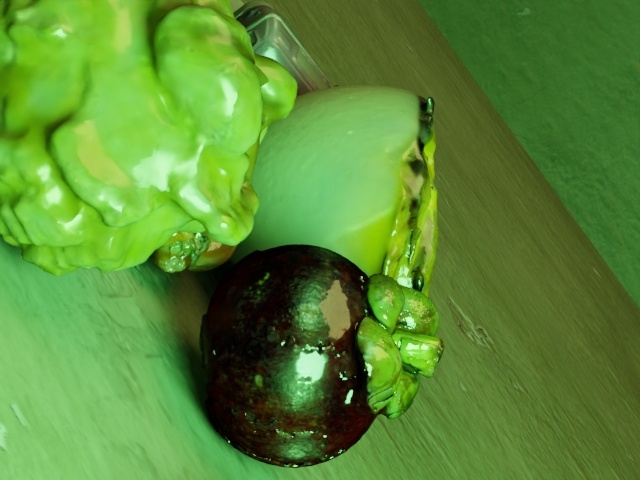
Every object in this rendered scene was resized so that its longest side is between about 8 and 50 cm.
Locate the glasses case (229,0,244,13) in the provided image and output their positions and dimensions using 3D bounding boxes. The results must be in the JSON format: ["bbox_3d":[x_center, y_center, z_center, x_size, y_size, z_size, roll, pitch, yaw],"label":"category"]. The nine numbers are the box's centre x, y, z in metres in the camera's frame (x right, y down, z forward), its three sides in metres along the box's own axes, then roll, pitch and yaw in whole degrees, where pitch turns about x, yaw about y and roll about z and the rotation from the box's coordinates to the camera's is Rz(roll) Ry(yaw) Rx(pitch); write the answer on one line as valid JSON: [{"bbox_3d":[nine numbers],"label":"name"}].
[{"bbox_3d":[-0.121,-0.232,1.958,0.272,0.062,0.095,45,23,-25],"label":"glasses case"}]

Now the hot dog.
[{"bbox_3d":[-0.123,-0.047,1.518,0.100,0.068,0.249,33,20,-24],"label":"hot dog"}]

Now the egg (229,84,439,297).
[{"bbox_3d":[-0.001,0.002,1.564,0.264,0.174,0.286,101,-7,-51],"label":"egg"}]

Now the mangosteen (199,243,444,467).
[{"bbox_3d":[0.000,0.082,1.360,0.166,0.180,0.166,-6,90,-81],"label":"mangosteen"}]

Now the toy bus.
[{"bbox_3d":[-0.042,-0.105,1.738,0.202,0.142,0.142,51,7,-22],"label":"toy bus"}]

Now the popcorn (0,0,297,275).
[{"bbox_3d":[-0.143,-0.093,1.267,0.255,0.256,0.195,18,-36,19],"label":"popcorn"}]
